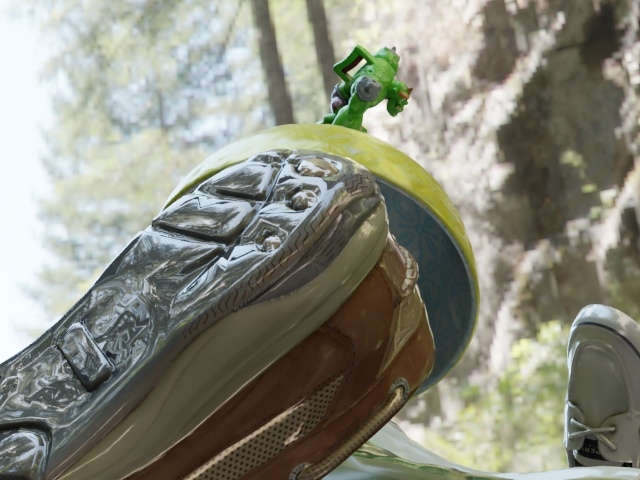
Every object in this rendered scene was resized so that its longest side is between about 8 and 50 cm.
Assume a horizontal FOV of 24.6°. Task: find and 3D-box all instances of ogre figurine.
[{"bbox_3d":[0.046,-0.170,1.795,0.118,0.097,0.197,-53,-15,30],"label":"ogre figurine"}]

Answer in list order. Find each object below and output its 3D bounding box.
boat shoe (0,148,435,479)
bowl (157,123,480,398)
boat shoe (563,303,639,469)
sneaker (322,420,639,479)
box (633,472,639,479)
[{"bbox_3d":[-0.088,0.103,0.546,0.324,0.123,0.116,-37,-60,-2],"label":"boat shoe"},{"bbox_3d":[0.000,0.000,1.292,0.289,0.156,0.289,5,-51,6],"label":"bowl"},{"bbox_3d":[0.278,0.184,1.432,0.096,0.088,0.267,16,-44,29],"label":"boat shoe"},{"bbox_3d":[0.023,0.158,0.653,0.410,0.158,0.182,10,2,43],"label":"sneaker"},{"bbox_3d":[0.136,0.187,0.411,0.136,0.225,0.036,-47,-9,-2],"label":"box"}]
